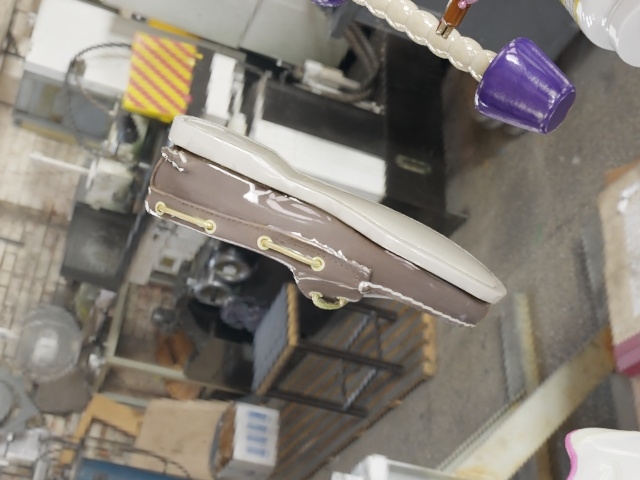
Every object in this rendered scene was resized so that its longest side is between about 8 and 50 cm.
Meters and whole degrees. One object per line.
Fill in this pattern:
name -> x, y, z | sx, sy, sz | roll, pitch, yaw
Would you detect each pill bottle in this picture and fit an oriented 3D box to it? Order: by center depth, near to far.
pill bottle -> 0.181, -0.157, 0.574 | 0.116, 0.065, 0.065 | -105, 34, -45

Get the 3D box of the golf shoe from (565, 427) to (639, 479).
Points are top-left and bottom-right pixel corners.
golf shoe -> 0.099, 0.216, 0.426 | 0.306, 0.115, 0.140 | -46, 42, -15

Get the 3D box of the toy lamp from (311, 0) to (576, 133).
toy lamp -> 0.108, -0.187, 0.859 | 0.080, 0.274, 0.080 | -42, -24, -24

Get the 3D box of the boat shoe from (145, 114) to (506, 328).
boat shoe -> 0.000, 0.000, 0.822 | 0.097, 0.324, 0.116 | -64, -5, 11

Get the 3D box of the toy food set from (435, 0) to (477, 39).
toy food set -> 0.111, -0.195, 0.705 | 0.078, 0.019, 0.122 | -68, 8, -29
